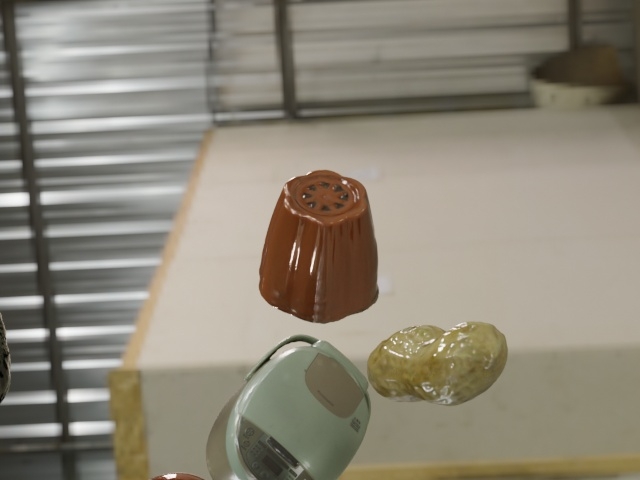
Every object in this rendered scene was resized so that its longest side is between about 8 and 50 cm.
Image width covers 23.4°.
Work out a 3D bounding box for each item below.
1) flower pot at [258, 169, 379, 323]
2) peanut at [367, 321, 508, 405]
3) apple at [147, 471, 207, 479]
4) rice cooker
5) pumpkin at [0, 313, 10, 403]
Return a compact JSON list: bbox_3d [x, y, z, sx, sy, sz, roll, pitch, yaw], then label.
[{"bbox_3d":[0.000,0.000,2.283,0.190,0.191,0.173,-91,3,-49],"label":"flower pot"},{"bbox_3d":[0.143,0.154,1.919,0.229,0.098,0.103,-7,81,55],"label":"peanut"},{"bbox_3d":[-0.206,0.439,2.117,0.230,0.230,0.230,-3,-90,-89],"label":"apple"},{"bbox_3d":[-0.034,0.199,1.637,0.127,0.145,0.206,-39,10,44],"label":"rice cooker"},{"bbox_3d":[-0.442,0.119,1.728,0.152,0.212,0.211,-33,48,42],"label":"pumpkin"}]
